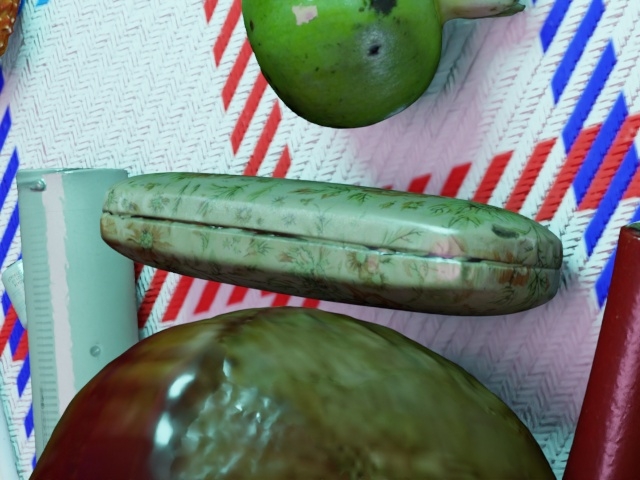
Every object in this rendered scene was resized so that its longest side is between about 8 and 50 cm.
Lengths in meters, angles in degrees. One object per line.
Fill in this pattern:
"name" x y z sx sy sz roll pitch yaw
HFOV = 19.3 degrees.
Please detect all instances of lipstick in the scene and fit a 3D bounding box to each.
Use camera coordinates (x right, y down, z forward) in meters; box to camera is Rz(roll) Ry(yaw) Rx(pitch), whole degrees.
"lipstick" 0.240 0.106 1.430 0.080 0.080 0.241 19 104 35

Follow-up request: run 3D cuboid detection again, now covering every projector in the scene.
"projector" -0.223 0.099 1.762 0.108 0.108 0.337 -4 90 37

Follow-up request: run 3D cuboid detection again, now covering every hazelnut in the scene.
"hazelnut" -0.036 0.230 1.439 0.421 0.421 0.352 -27 82 35

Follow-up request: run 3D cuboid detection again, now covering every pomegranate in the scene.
"pomegranate" 0.049 -0.190 1.512 0.225 0.187 0.187 -11 85 7

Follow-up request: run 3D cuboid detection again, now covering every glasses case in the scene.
"glasses case" 0.000 0.000 1.556 0.425 0.156 0.098 7 89 37

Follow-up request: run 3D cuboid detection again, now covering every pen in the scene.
"pen" -0.325 0.209 1.892 0.033 0.033 0.269 -19 81 36

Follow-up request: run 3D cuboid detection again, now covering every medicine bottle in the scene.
"medicine bottle" -0.275 0.061 1.837 0.047 0.047 0.083 -39 70 32

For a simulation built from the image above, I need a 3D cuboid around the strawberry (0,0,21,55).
"strawberry" -0.352 -0.260 1.842 0.175 0.107 0.235 20 108 46
